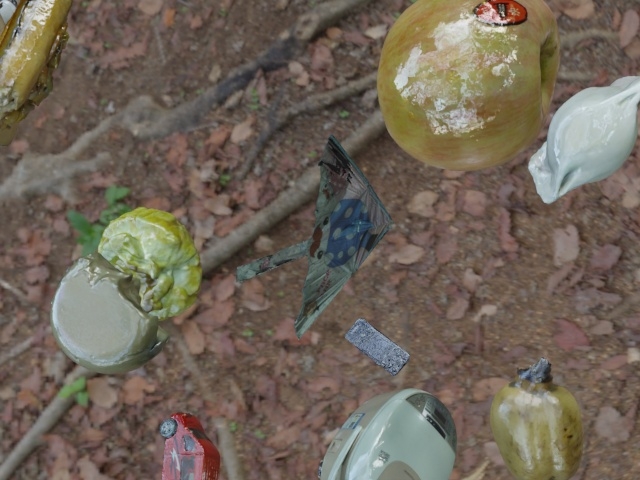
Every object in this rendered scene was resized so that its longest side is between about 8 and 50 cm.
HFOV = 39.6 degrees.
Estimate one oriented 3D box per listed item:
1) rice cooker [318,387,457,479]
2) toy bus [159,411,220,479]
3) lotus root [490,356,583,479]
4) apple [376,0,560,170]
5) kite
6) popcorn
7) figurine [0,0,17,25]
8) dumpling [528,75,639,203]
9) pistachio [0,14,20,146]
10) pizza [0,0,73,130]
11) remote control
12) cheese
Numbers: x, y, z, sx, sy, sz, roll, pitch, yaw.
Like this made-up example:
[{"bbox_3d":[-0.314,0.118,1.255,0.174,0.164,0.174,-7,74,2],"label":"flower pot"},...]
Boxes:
[{"bbox_3d":[0.086,0.285,1.143,0.206,0.145,0.127,-49,18,-23],"label":"rice cooker"},{"bbox_3d":[-0.225,0.393,1.535,0.089,0.081,0.195,-10,63,22],"label":"toy bus"},{"bbox_3d":[0.310,0.259,1.275,0.125,0.118,0.220,-18,111,-10],"label":"lotus root"},{"bbox_3d":[0.303,-0.337,1.839,0.347,0.391,0.391,3,85,26],"label":"apple"},{"bbox_3d":[0.000,0.000,1.300,0.011,0.314,0.335,30,124,39],"label":"kite"},{"bbox_3d":[-0.330,0.047,1.718,0.204,0.184,0.221,-8,109,40],"label":"popcorn"},{"bbox_3d":[-0.512,-0.260,1.253,0.137,0.112,0.229,10,54,36],"label":"figurine"},{"bbox_3d":[0.392,-0.158,1.323,0.229,0.124,0.151,-48,18,8],"label":"dumpling"},{"bbox_3d":[-0.472,-0.237,1.061,0.193,0.214,0.318,-33,85,17],"label":"pistachio"},{"bbox_3d":[-0.298,-0.152,0.866,0.226,0.069,0.147,-36,37,46],"label":"pizza"},{"bbox_3d":[0.079,0.147,1.222,0.096,0.014,0.039,36,78,30],"label":"remote control"},{"bbox_3d":[-0.339,0.132,1.447,0.202,0.091,0.175,28,94,21],"label":"cheese"}]
